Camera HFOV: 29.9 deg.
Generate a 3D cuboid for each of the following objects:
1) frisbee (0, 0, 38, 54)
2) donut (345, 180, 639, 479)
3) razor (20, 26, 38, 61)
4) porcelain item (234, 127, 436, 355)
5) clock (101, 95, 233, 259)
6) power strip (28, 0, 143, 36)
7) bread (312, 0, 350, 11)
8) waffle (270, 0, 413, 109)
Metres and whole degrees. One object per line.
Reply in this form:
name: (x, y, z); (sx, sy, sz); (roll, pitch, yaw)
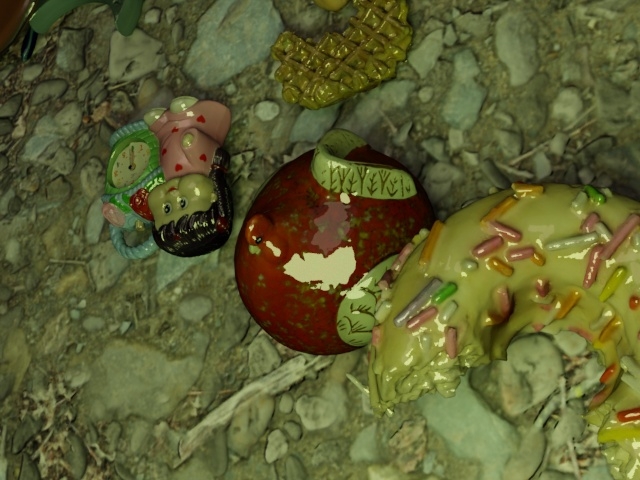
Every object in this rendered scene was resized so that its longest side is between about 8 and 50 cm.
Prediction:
frisbee: (-0.496, -0.392, 1.848); (0.250, 0.021, 0.251); (-19, 63, 41)
donut: (0.237, 0.087, 1.155); (0.371, 0.150, 0.307); (24, 76, 20)
razor: (-0.439, -0.342, 1.825); (0.028, 0.044, 0.155); (-2, 70, 0)
porcelain item: (0.000, 0.000, 1.318); (0.253, 0.253, 0.253); (-11, 67, 27)
clock: (-0.194, -0.065, 1.538); (0.194, 0.100, 0.196); (-21, 60, 27)
power strip: (-0.349, -0.366, 1.770); (0.216, 0.044, 0.137); (10, 77, 31)
bread: (0.026, -0.353, 1.538); (0.115, 0.056, 0.082); (-43, 57, 10)
waffle: (0.028, -0.246, 1.500); (0.194, 0.051, 0.149); (-22, 66, 23)
